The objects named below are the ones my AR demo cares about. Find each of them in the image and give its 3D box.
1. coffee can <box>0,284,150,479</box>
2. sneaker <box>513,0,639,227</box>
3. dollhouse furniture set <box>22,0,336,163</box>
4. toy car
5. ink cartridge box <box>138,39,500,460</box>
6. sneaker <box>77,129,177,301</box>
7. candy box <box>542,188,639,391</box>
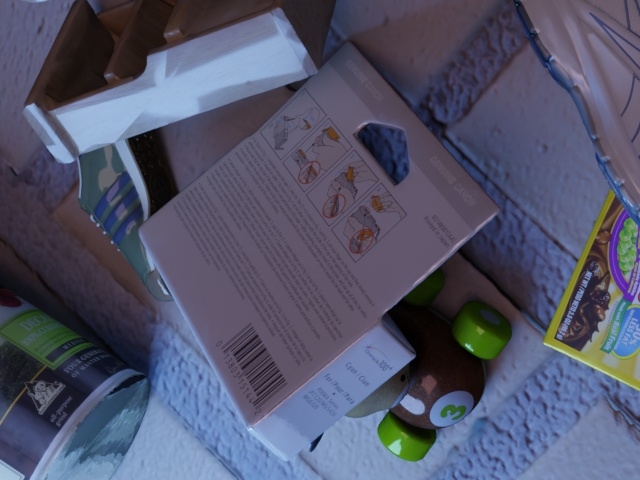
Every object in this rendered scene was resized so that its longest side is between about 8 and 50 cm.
[{"bbox_3d":[-0.332,0.143,1.546,0.275,0.201,0.201,31,112,12],"label":"coffee can"},{"bbox_3d":[0.264,-0.110,1.279,0.129,0.111,0.297,-28,82,9],"label":"sneaker"},{"bbox_3d":[-0.190,-0.293,1.313,0.256,0.362,0.394,-17,125,23],"label":"dollhouse furniture set"},{"bbox_3d":[0.054,0.118,1.388,0.149,0.188,0.155,38,113,10],"label":"toy car"},{"bbox_3d":[0.000,0.000,1.356,0.261,0.066,0.296,-41,41,5],"label":"ink cartridge box"},{"bbox_3d":[-0.185,-0.032,1.525,0.086,0.064,0.192,-11,98,32],"label":"sneaker"},{"bbox_3d":[0.274,0.019,1.364,0.105,0.027,0.206,25,110,13],"label":"candy box"}]
